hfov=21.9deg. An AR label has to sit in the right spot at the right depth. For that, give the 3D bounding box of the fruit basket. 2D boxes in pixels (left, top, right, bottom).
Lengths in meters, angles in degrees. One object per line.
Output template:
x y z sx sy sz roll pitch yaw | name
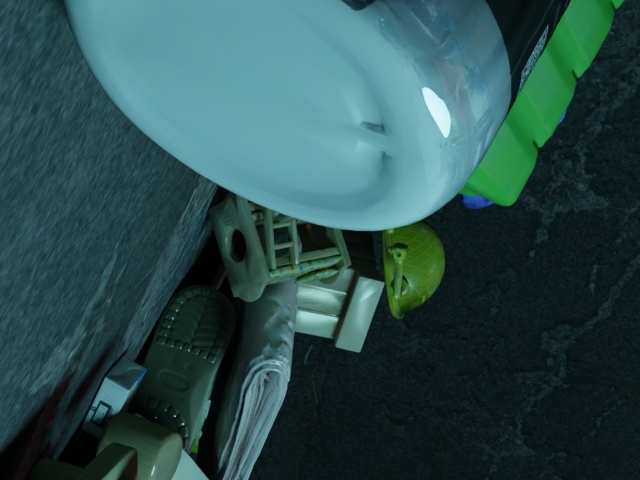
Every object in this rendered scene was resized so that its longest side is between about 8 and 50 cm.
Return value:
0.106 -0.248 1.489 0.392 0.283 0.392 -15 113 -40 | fruit basket

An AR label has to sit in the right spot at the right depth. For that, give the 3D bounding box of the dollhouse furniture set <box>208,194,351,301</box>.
0.018 -0.017 1.607 0.182 0.101 0.161 -11 171 -39 | dollhouse furniture set

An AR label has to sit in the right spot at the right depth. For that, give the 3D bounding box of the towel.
-0.080 0.099 1.808 0.317 0.053 0.332 113 -15 -45 | towel

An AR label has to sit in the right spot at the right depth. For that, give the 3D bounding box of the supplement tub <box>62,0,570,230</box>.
0.044 -0.190 0.777 0.338 0.207 0.207 -58 176 -27 | supplement tub

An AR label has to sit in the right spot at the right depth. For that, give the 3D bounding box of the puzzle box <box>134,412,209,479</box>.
-0.183 0.367 1.667 0.272 0.052 0.409 -50 149 -15 | puzzle box

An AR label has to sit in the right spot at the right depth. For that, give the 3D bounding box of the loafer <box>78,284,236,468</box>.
-0.162 0.178 1.720 0.269 0.102 0.092 -61 171 -11 | loafer

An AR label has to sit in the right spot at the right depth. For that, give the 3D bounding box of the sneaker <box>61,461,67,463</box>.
-0.268 0.292 1.392 0.095 0.090 0.235 97 15 -48 | sneaker

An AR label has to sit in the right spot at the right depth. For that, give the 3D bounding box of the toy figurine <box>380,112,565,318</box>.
0.162 -0.109 1.774 0.191 0.217 0.363 105 -21 -83 | toy figurine

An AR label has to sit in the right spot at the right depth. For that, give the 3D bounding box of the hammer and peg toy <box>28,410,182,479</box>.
-0.187 0.304 1.308 0.361 0.127 0.266 -44 143 -59 | hammer and peg toy

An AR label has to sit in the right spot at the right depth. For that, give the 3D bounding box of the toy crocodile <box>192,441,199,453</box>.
-0.146 0.202 2.151 0.115 0.105 0.340 -59 176 -32 | toy crocodile

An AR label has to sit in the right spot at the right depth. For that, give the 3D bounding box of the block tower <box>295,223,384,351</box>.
0.000 0.000 1.892 0.335 0.097 0.091 -103 -153 -64 | block tower

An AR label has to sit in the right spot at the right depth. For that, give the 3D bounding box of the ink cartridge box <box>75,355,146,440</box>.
-0.201 0.158 1.584 0.083 0.028 0.048 -62 176 28 | ink cartridge box
